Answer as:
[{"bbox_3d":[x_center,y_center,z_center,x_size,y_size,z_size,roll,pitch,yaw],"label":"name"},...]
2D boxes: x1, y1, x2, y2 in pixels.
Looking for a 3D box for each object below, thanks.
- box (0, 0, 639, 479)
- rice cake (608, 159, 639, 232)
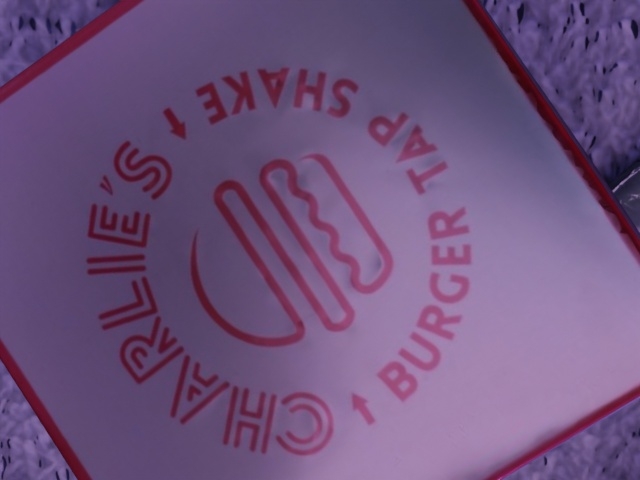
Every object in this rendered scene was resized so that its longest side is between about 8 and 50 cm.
[{"bbox_3d":[0.000,0.000,0.782,0.312,0.300,0.314,-34,88,10],"label":"box"},{"bbox_3d":[0.212,-0.007,0.928,0.336,0.063,0.066,-39,94,12],"label":"rice cake"}]
